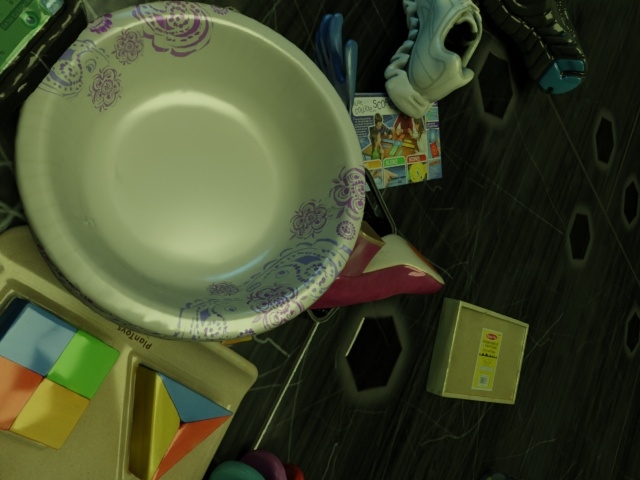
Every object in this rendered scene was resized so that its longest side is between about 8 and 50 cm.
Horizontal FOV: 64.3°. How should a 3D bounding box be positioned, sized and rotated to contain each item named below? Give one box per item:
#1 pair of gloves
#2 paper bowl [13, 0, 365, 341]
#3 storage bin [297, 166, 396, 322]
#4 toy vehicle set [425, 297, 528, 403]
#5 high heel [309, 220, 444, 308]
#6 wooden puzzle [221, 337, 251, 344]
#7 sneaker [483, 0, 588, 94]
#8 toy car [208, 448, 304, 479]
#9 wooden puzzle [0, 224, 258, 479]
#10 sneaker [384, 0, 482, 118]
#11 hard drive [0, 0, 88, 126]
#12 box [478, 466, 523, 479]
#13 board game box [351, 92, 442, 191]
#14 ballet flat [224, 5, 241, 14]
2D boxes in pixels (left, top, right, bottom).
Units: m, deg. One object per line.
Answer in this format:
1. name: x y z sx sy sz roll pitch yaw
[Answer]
1. pair of gloves: -0.003 -0.149 0.567 0.023 0.198 0.160 -7 88 -21
2. paper bowl: -0.113 -0.051 0.468 0.283 0.148 0.285 5 79 -26
3. storage bin: 0.000 0.000 0.644 0.180 0.084 0.122 -46 121 -30
4. toy vehicle set: 0.305 0.216 0.962 0.266 0.035 0.166 21 80 -41
5. high heel: 0.065 0.053 0.620 0.117 0.082 0.244 -48 149 15
6. wooden puzzle: -0.116 0.070 0.596 0.078 0.014 0.117 -15 103 -44
7. sneaker: 0.387 -0.437 0.949 0.341 0.124 0.140 53 34 -28
8. toy car: -0.066 0.317 0.591 0.182 0.159 0.136 40 33 -36
9. wooden puzzle: -0.234 0.212 0.458 0.322 0.080 0.348 44 66 -35
10. sneaker: 0.181 -0.318 0.735 0.110 0.118 0.293 24 66 -31
11. hard drive: -0.334 -0.085 0.275 0.236 0.064 0.339 39 85 -23
12. box: 0.319 0.568 0.818 0.394 0.318 0.097 -23 109 -39
13. board game box: 0.106 -0.149 0.756 0.201 0.035 0.136 -13 103 -40
14. ballet flat: -0.082 -0.211 0.583 0.041 0.041 0.115 -24 109 -38
